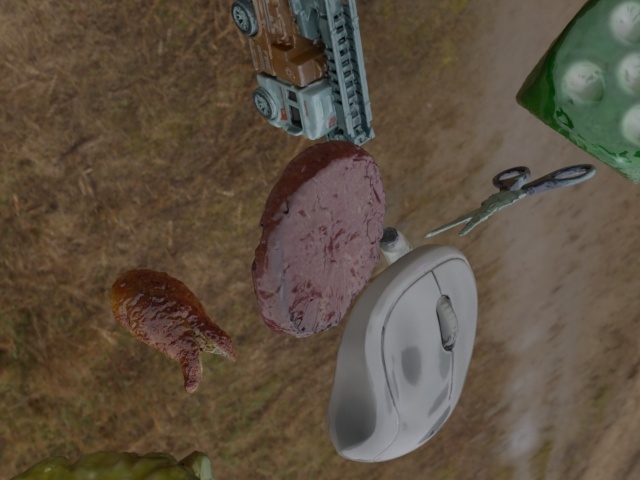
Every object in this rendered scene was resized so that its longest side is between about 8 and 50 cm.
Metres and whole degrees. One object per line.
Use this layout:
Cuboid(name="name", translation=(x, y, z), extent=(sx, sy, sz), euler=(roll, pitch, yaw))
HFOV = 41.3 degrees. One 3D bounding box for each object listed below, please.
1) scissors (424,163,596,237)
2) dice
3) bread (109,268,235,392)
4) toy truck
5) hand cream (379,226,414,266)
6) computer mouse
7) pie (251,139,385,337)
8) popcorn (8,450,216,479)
Cuboid(name="scissors", translation=(0.378, -0.084, 1.793), extent=(0.383, 0.256, 0.029), euler=(-29, 109, -30))
Cuboid(name="dice", translation=(0.553, -0.292, 1.541), extent=(0.300, 0.287, 0.297), euler=(-52, 174, 14))
Cuboid(name="bread", translation=(-0.278, 0.150, 1.580), extent=(0.139, 0.269, 0.095), euler=(-42, 160, -24))
Cuboid(name="toy truck", translation=(-0.013, -0.273, 1.222), extent=(0.133, 0.184, 0.338), euler=(-34, 135, -24))
Cuboid(name="hand cream", translation=(0.164, 0.042, 1.701), extent=(0.080, 0.050, 0.234), euler=(-44, 148, -5))
Cuboid(name="computer mouse", translation=(0.099, 0.146, 0.956), extent=(0.184, 0.121, 0.297), euler=(-23, 144, -40))
Cuboid(name="pie", translation=(0.000, 0.000, 0.632), extent=(0.154, 0.036, 0.155), euler=(-30, 129, -47))
Cuboid(name="popcorn", translation=(-0.213, 0.392, 1.004), extent=(0.335, 0.274, 0.279), euler=(-6, 136, 31))
